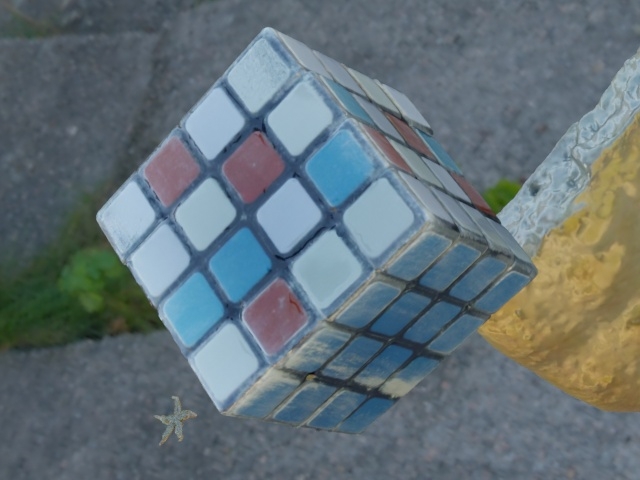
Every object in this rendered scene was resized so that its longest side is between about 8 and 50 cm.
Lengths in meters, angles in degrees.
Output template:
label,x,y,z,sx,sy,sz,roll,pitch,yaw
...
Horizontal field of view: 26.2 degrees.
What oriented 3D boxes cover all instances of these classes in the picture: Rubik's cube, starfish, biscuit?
label,x,y,z,sx,sy,sz,roll,pitch,yaw
Rubik's cube,0.000,0.001,1.267,0.256,0.259,0.253,-44,62,16
starfish,-0.220,0.272,2.107,0.086,0.016,0.092,-31,42,24
biscuit,0.398,0.017,1.607,0.429,0.446,0.104,-45,31,4
